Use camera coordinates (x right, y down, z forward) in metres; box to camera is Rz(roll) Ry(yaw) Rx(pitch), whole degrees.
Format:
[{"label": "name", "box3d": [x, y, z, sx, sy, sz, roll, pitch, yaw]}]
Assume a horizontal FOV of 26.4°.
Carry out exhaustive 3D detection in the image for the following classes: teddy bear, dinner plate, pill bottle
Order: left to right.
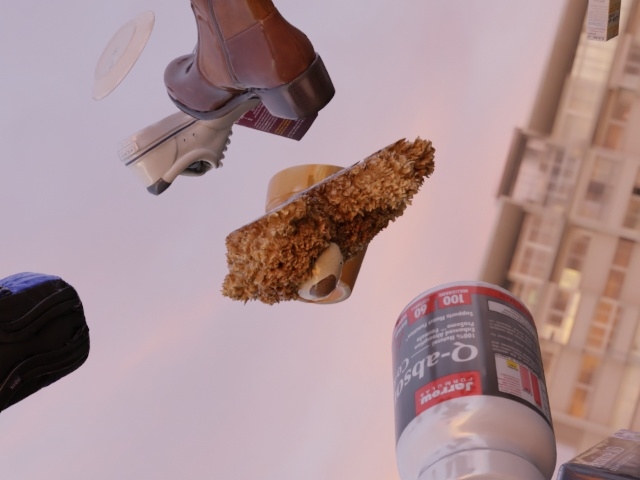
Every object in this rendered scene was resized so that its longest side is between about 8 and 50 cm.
[{"label": "dinner plate", "box3d": [-0.266, -0.248, 1.801, 0.017, 0.141, 0.141, 31, -110, -26]}, {"label": "teddy bear", "box3d": [0.023, -0.018, 1.546, 0.113, 0.245, 0.338, 60, -162, -3]}, {"label": "pill bottle", "box3d": [0.202, 0.238, 1.814, 0.363, 0.210, 0.210, -89, 0, -54]}]

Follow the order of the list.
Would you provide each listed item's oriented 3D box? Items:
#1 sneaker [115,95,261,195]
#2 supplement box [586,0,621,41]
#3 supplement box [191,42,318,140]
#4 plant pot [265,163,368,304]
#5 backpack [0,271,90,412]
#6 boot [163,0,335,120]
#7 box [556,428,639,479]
[{"label": "sneaker", "box3d": [-0.160, -0.132, 1.786, 0.258, 0.094, 0.091, -35, -81, -43]}, {"label": "supplement box", "box3d": [0.453, -0.371, 2.172, 0.062, 0.036, 0.098, -31, -53, -54]}, {"label": "supplement box", "box3d": [-0.101, -0.230, 2.036, 0.081, 0.188, 0.104, 130, 148, -52]}, {"label": "plant pot", "box3d": [0.000, 0.000, 2.325, 0.205, 0.205, 0.188, 68, -154, -61]}, {"label": "backpack", "box3d": [-0.259, 0.074, 1.124, 0.120, 0.101, 0.098, -25, -64, -36]}, {"label": "boot", "box3d": [-0.137, -0.255, 1.435, 0.096, 0.264, 0.280, -44, -58, -19]}, {"label": "box", "box3d": [0.433, 0.338, 1.306, 0.293, 0.395, 0.212, 1, -82, -67]}]
